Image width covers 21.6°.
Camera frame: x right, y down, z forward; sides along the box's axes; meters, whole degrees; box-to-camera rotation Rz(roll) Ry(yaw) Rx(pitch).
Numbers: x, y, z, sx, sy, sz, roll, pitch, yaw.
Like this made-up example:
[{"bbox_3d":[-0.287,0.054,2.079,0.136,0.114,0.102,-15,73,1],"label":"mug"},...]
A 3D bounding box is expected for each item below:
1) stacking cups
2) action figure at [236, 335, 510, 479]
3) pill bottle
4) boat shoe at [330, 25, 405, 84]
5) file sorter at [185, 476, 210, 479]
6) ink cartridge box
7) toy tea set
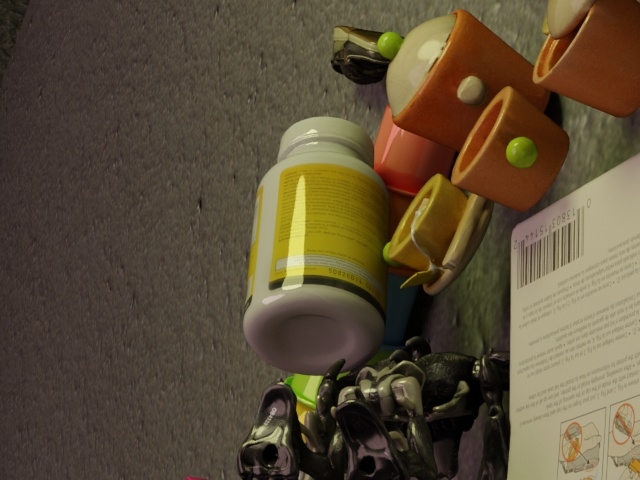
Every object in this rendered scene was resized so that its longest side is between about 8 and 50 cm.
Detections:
[{"bbox_3d":[0.036,0.042,1.358,0.096,0.096,0.316,-143,67,-68],"label":"stacking cups"},{"bbox_3d":[0.051,0.139,1.106,0.164,0.275,0.141,-2,92,25],"label":"action figure"},{"bbox_3d":[0.000,0.000,1.241,0.103,0.103,0.184,125,157,-48],"label":"pill bottle"},{"bbox_3d":[0.043,-0.163,1.501,0.152,0.056,0.049,-132,50,-77],"label":"boat shoe"},{"bbox_3d":[-0.012,0.344,1.194,0.202,0.182,0.291,-158,78,-68],"label":"file sorter"},{"bbox_3d":[0.197,0.076,0.935,0.296,0.066,0.261,144,134,-63],"label":"ink cartridge box"},{"bbox_3d":[0.111,-0.111,1.094,0.336,0.124,0.200,-48,14,57],"label":"toy tea set"}]
